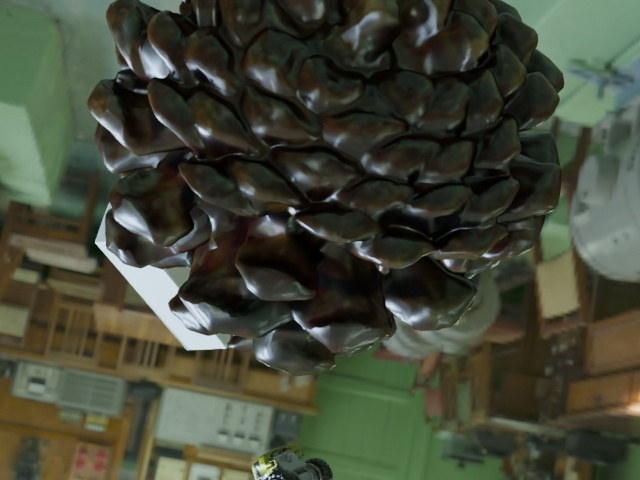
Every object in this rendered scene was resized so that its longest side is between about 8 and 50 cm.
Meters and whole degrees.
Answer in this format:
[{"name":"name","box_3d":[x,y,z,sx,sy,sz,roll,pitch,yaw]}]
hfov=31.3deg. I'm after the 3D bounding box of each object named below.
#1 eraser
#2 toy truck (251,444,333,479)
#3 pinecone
[{"name":"eraser","box_3d":[-0.223,0.057,1.713,0.076,0.078,0.298,-4,144,23]},{"name":"toy truck","box_3d":[-0.020,0.479,1.910,0.111,0.285,0.136,-32,165,32]},{"name":"pinecone","box_3d":[-0.011,-0.074,0.974,0.398,0.397,0.397,10,167,2]}]
